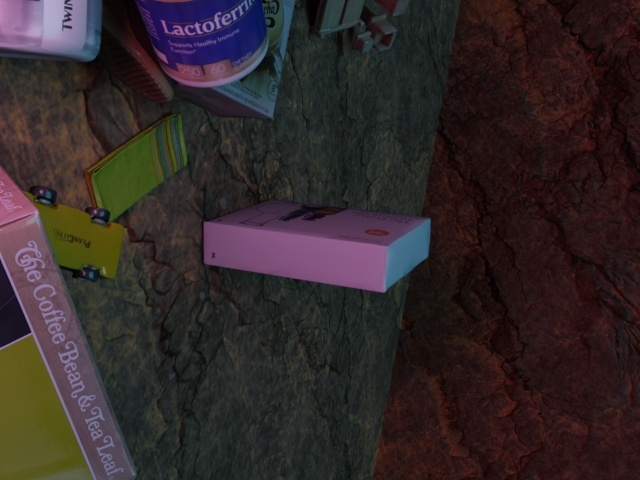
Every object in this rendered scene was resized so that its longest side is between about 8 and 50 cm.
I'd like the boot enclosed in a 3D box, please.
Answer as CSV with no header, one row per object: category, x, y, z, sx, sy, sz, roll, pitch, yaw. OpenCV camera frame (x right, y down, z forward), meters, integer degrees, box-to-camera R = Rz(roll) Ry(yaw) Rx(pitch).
boot,-0.240,-0.339,1.018,0.248,0.090,0.206,54,55,-44

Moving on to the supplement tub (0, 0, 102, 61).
supplement tub,-0.332,-0.362,0.796,0.194,0.194,0.315,-16,113,-65

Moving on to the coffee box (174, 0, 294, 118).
coffee box,-0.138,-0.358,1.150,0.168,0.119,0.297,16,84,-57

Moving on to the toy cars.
toy cars,-0.410,0.043,0.909,0.394,0.087,0.176,-44,126,-50

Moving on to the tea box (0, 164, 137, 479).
tea box,-0.385,0.129,0.660,0.324,0.220,0.328,-25,128,-26

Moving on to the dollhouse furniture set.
dollhouse furniture set,0.034,-0.590,1.766,0.356,0.174,0.303,-25,152,-32

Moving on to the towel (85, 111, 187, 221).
towel,-0.292,-0.120,1.203,0.237,0.021,0.102,-51,142,-50

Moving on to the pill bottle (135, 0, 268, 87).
pill bottle,-0.156,-0.326,0.884,0.264,0.153,0.153,78,29,-57

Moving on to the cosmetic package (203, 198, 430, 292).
cosmetic package,0.000,0.000,1.476,0.284,0.378,0.097,-31,125,-62
